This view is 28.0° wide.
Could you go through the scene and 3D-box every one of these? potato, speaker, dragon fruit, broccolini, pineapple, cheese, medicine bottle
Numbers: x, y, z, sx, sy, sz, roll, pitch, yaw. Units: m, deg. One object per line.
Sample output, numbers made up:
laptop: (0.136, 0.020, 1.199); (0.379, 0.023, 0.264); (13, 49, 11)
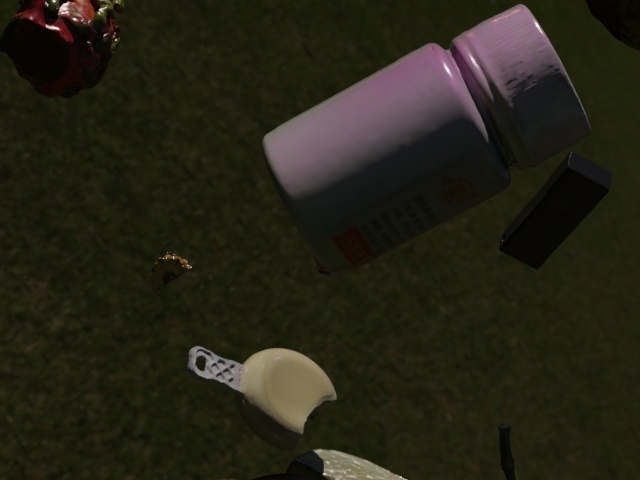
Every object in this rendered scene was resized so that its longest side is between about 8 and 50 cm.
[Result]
potato: (0.065, 0.423, 2.057); (0.255, 0.269, 0.112); (45, 33, 5)
speaker: (0.382, -0.046, 2.110); (0.082, 0.218, 0.044); (28, 42, -9)
dragon fruit: (-0.344, -0.285, 1.726); (0.172, 0.160, 0.166); (-77, 154, -61)
broccolini: (0.342, 0.428, 2.214); (0.051, 0.054, 0.239); (-166, -121, -75)
pineapple: (-0.245, 0.046, 2.052); (0.045, 0.083, 0.019); (56, 28, 2)
cheese: (-0.088, 0.210, 1.955); (0.249, 0.071, 0.163); (42, 43, -17)
medicine bottle: (0.135, -0.132, 1.678); (0.219, 0.388, 0.219); (59, 7, -12)

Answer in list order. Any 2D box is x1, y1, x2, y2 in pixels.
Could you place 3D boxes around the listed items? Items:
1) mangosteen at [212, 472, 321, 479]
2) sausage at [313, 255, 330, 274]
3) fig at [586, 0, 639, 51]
mangosteen: (-0.058, 0.437, 1.653); (0.313, 0.297, 0.297); (74, -2, -58)
sausage: (0.000, 0.000, 2.295); (0.050, 0.048, 0.145); (47, -17, 42)
fig: (0.436, -0.320, 1.377); (0.286, 0.286, 0.368); (50, 5, -20)
